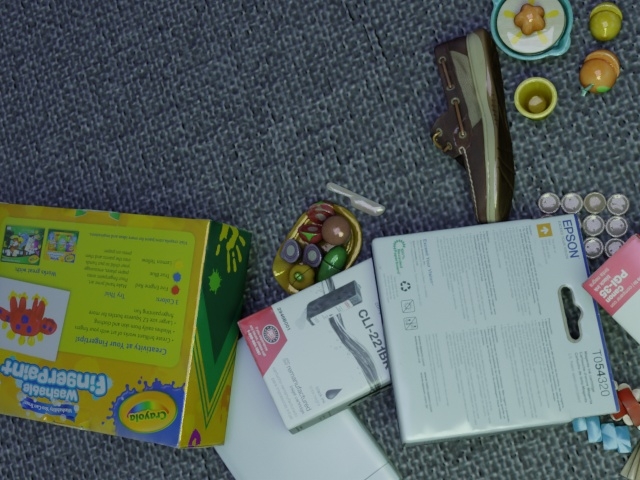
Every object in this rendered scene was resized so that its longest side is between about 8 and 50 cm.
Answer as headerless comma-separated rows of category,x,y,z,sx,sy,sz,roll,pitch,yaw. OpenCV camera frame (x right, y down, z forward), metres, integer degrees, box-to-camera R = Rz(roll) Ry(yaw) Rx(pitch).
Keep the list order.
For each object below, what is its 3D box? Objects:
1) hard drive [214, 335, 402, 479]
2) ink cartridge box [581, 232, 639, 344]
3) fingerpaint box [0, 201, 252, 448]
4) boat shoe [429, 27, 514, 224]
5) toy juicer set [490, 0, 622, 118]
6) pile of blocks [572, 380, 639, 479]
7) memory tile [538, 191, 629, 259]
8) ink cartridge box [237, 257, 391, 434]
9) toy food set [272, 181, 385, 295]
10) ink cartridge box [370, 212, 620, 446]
hard drive,-0.058,0.328,1.763,0.233,0.047,0.353,-39,75,7
ink cartridge box,0.545,0.127,1.529,0.117,0.207,0.283,-48,69,18
fingerpaint box,-0.364,0.139,1.781,0.445,0.163,0.371,4,84,24
boat shoe,0.243,-0.181,1.717,0.123,0.123,0.341,-10,77,22
toy juicer set,0.385,-0.375,1.712,0.209,0.089,0.329,-18,78,12
pile of blocks,0.484,0.290,1.583,0.362,0.112,0.149,28,88,19
memory tile,0.429,-0.025,1.697,0.148,0.012,0.113,2,83,16
ink cartridge box,0.031,0.168,1.694,0.273,0.114,0.197,-25,76,-5
toy food set,0.000,0.000,1.775,0.128,0.071,0.218,33,92,16
ink cartridge box,0.262,0.136,1.601,0.330,0.071,0.324,-7,72,-2
